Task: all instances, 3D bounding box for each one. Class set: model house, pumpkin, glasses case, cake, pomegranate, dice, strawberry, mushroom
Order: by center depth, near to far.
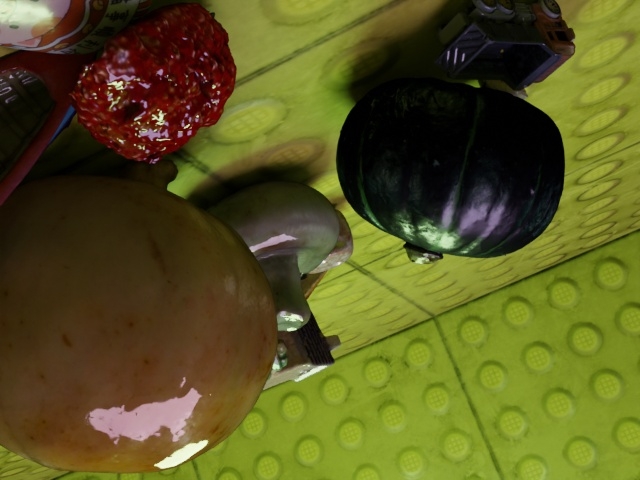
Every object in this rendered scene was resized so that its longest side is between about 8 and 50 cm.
[{"bbox_3d":[-0.251,-0.200,0.651,0.103,0.067,0.267,-34,159,36],"label":"glasses case"},{"bbox_3d":[-0.137,-0.145,0.772,0.174,0.098,0.228,-41,-175,-9],"label":"strawberry"},{"bbox_3d":[-0.254,0.082,1.042,0.412,0.411,0.411,-19,163,-6],"label":"pomegranate"},{"bbox_3d":[0.166,-0.083,1.105,0.315,0.238,0.315,15,-174,-2],"label":"pumpkin"},{"bbox_3d":[0.246,-0.225,1.186,0.065,0.052,0.121,-21,163,16],"label":"cake"},{"bbox_3d":[-0.077,0.034,1.297,0.244,0.243,0.243,-19,163,-6],"label":"mushroom"},{"bbox_3d":[0.000,0.000,1.504,0.094,0.093,0.091,-17,162,-17],"label":"dice"},{"bbox_3d":[-0.079,0.149,1.645,0.238,0.236,0.202,-17,156,-28],"label":"model house"}]

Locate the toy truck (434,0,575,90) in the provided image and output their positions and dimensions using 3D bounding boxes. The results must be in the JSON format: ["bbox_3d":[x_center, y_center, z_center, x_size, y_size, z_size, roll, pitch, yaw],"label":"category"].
[{"bbox_3d":[0.226,-0.243,1.036,0.192,0.092,0.083,-8,157,-38],"label":"toy truck"}]

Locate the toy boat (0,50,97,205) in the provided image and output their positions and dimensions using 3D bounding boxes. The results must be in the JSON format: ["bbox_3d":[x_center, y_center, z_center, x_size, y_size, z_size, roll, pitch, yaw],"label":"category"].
[{"bbox_3d":[-0.358,-0.055,0.798,0.392,0.136,0.079,-43,175,-11],"label":"toy boat"}]
